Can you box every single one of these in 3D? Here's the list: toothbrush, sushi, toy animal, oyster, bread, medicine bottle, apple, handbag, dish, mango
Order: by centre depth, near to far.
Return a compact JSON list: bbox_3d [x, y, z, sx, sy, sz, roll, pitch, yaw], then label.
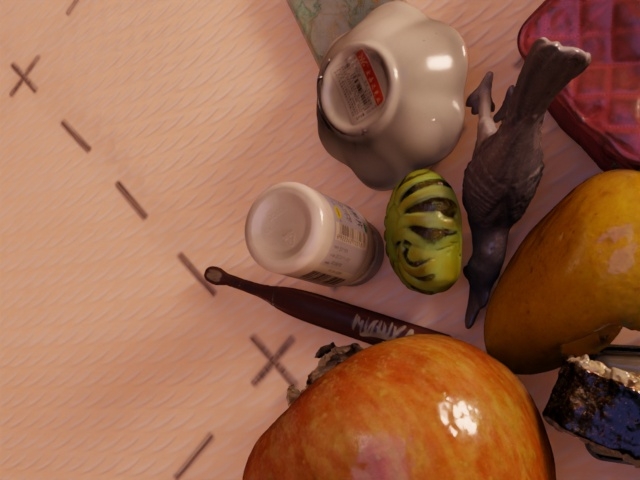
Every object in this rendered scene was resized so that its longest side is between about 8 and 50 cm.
[{"bbox_3d":[0.278,0.157,0.670,0.150,0.090,0.078,24,89,30],"label":"sushi"},{"bbox_3d":[0.081,0.244,0.753,0.250,0.277,0.309,51,139,19],"label":"apple"},{"bbox_3d":[0.260,0.041,0.761,0.262,0.130,0.167,-53,13,46],"label":"mango"},{"bbox_3d":[0.316,-0.168,0.795,0.146,0.135,0.225,-41,69,12],"label":"handbag"},{"bbox_3d":[0.199,-0.096,0.813,0.081,0.367,0.206,7,45,0],"label":"toy animal"},{"bbox_3d":[0.114,-0.008,0.871,0.130,0.071,0.139,-112,23,-53],"label":"bread"},{"bbox_3d":[0.000,0.000,0.892,0.103,0.186,0.103,-6,78,27],"label":"medicine bottle"},{"bbox_3d":[0.061,-0.174,0.895,0.229,0.081,0.229,0,90,39],"label":"dish"},{"bbox_3d":[0.029,0.163,0.898,0.106,0.200,0.061,-4,61,-16],"label":"oyster"},{"bbox_3d":[-0.004,0.088,0.962,0.364,0.041,0.041,15,87,28],"label":"toothbrush"}]

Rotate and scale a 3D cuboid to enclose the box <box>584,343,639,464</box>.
[{"bbox_3d":[0.340,0.166,0.739,0.172,0.093,0.124,0,81,27],"label":"box"}]

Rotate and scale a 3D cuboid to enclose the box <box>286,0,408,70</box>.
[{"bbox_3d":[0.047,-0.288,1.006,0.142,0.044,0.285,-30,69,15],"label":"box"}]
